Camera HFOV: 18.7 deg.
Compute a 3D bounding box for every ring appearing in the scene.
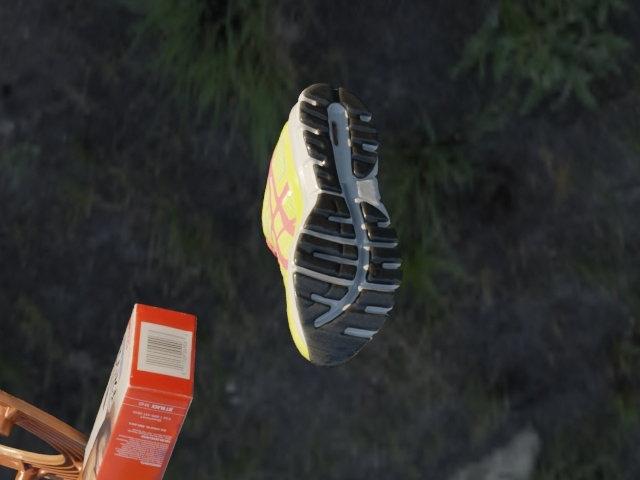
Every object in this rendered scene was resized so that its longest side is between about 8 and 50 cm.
[{"bbox_3d":[-0.327,0.154,1.680,0.337,0.032,0.336,18,162,6],"label":"ring"}]

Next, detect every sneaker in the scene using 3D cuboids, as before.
[{"bbox_3d":[0.000,0.000,1.349,0.081,0.208,0.094,15,146,-23],"label":"sneaker"}]

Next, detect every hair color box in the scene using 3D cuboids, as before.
[{"bbox_3d":[-0.141,0.141,1.492,0.053,0.093,0.167,12,128,-11],"label":"hair color box"}]
